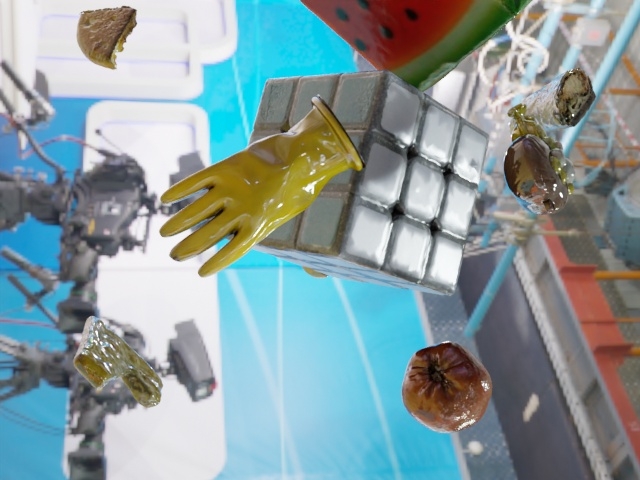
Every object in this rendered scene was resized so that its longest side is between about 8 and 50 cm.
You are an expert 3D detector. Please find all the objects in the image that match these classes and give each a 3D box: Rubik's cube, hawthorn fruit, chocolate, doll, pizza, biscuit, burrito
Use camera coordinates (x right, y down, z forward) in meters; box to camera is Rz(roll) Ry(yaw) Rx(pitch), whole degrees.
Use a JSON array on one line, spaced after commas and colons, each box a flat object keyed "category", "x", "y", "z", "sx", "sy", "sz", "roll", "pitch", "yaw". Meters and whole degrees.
[{"category": "Rubik's cube", "x": 0.065, "y": -0.094, "z": 1.339, "sx": 0.301, "sy": 0.303, "sz": 0.305, "roll": 6, "pitch": -99, "yaw": 47}, {"category": "hawthorn fruit", "x": 0.185, "y": 0.220, "z": 1.155, "sx": 0.138, "sy": 0.132, "sz": 0.133, "roll": 53, "pitch": 22, "yaw": -48}, {"category": "chocolate", "x": 0.172, "y": -0.465, "z": 1.431, "sx": 0.360, "sy": 0.341, "sz": 0.161, "roll": -34, "pitch": -159, "yaw": 52}, {"category": "doll", "x": 0.320, "y": -0.125, "z": 1.170, "sx": 0.145, "sy": 0.096, "sz": 0.188, "roll": 14, "pitch": 61, "yaw": -64}, {"category": "pizza", "x": -0.398, "y": -0.392, "z": 1.473, "sx": 0.178, "sy": 0.131, "sz": 0.041, "roll": 39, "pitch": -10, "yaw": 33}, {"category": "biscuit", "x": -0.319, "y": 0.212, "z": 1.255, "sx": 0.183, "sy": 0.039, "sz": 0.174, "roll": 49, "pitch": 2, "yaw": -22}, {"category": "burrito", "x": 0.540, "y": -0.315, "z": 1.802, "sx": 0.175, "sy": 0.107, "sz": 0.348, "roll": -51, "pitch": -177, "yaw": -1}]

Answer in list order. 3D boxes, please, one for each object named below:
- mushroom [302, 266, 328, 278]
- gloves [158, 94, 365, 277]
[{"category": "mushroom", "x": 0.002, "y": 0.001, "z": 1.698, "sx": 0.097, "sy": 0.109, "sz": 0.351, "roll": -56, "pitch": -168, "yaw": 13}, {"category": "gloves", "x": -0.092, "y": -0.068, "z": 1.070, "sx": 0.133, "sy": 0.294, "sz": 0.116, "roll": 55, "pitch": 1, "yaw": -7}]
